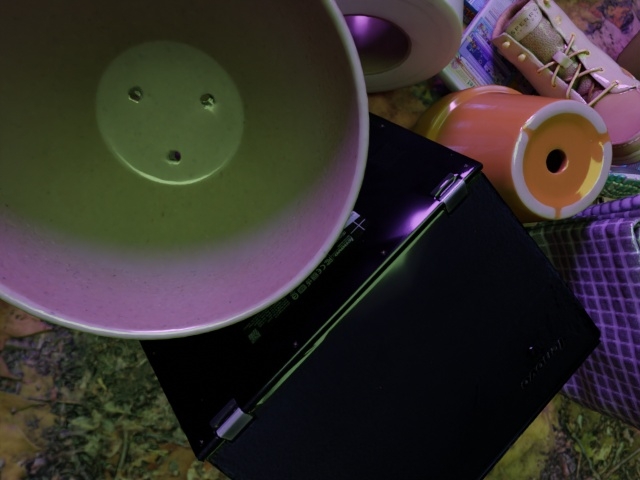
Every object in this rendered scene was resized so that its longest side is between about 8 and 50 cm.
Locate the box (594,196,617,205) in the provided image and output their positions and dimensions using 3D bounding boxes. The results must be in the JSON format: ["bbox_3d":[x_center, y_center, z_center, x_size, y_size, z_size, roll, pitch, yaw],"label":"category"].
[{"bbox_3d":[0.541,0.026,0.698,0.201,0.021,0.164,11,83,-11],"label":"box"}]

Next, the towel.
[{"bbox_3d":[0.373,0.094,0.550,0.121,0.235,0.284,-16,88,-7],"label":"towel"}]

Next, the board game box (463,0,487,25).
[{"bbox_3d":[0.220,-0.453,0.667,0.201,0.035,0.136,41,79,-6],"label":"board game box"}]

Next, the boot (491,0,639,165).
[{"bbox_3d":[0.322,-0.217,0.538,0.203,0.095,0.262,37,34,-16],"label":"boot"}]

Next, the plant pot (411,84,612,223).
[{"bbox_3d":[0.240,-0.102,0.537,0.205,0.188,0.205,-2,100,-12],"label":"plant pot"}]

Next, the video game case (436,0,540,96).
[{"bbox_3d":[0.301,-0.256,0.653,0.212,0.023,0.193,39,78,-17],"label":"video game case"}]

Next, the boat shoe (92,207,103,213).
[{"bbox_3d":[-0.364,-0.073,0.480,0.302,0.113,0.103,32,105,-13],"label":"boat shoe"}]

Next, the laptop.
[{"bbox_3d":[0.035,0.087,0.508,0.382,0.236,0.408,-45,51,-6],"label":"laptop"}]

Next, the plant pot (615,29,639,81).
[{"bbox_3d":[0.607,-0.296,0.602,0.274,0.293,0.275,1,84,-11],"label":"plant pot"}]

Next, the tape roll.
[{"bbox_3d":[0.049,-0.311,0.512,0.246,0.246,0.169,5,83,-12],"label":"tape roll"}]

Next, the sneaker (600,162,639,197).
[{"bbox_3d":[0.521,-0.113,0.695,0.166,0.065,0.076,2,68,-15],"label":"sneaker"}]

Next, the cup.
[{"bbox_3d":[-0.148,-0.110,0.406,0.331,0.237,0.331,-5,111,-13],"label":"cup"}]
